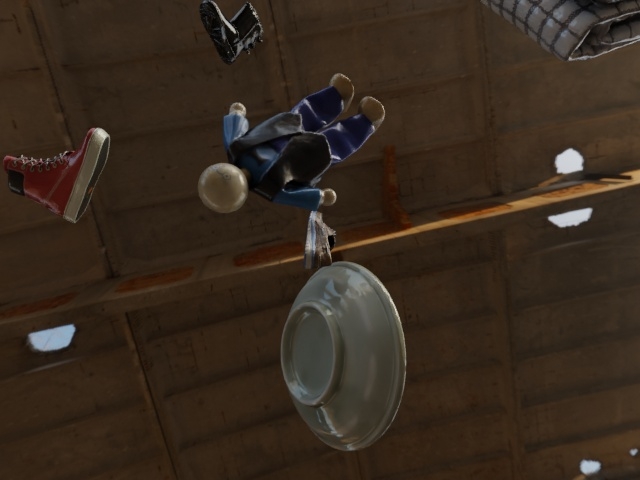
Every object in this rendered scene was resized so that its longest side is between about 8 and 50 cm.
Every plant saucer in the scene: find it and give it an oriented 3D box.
[{"bbox_3d":[0.007,0.242,0.896,0.100,0.400,0.401,8,-79,-34],"label":"plant saucer"}]

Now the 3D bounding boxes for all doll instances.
[{"bbox_3d":[-0.028,-0.082,0.354,0.129,0.046,0.189,40,-124,9],"label":"doll"}]

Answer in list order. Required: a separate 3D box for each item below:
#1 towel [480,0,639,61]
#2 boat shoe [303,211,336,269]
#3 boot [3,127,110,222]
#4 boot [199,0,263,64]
[{"bbox_3d":[0.273,-0.294,0.369,0.283,0.235,0.121,-21,-36,-10],"label":"towel"},{"bbox_3d":[0.000,0.000,0.921,0.066,0.183,0.066,7,-48,-2],"label":"boat shoe"},{"bbox_3d":[-0.570,-0.168,0.880,0.176,0.088,0.244,31,-63,-19],"label":"boot"},{"bbox_3d":[-0.155,-0.391,0.741,0.099,0.045,0.121,-53,-30,-21],"label":"boot"}]
